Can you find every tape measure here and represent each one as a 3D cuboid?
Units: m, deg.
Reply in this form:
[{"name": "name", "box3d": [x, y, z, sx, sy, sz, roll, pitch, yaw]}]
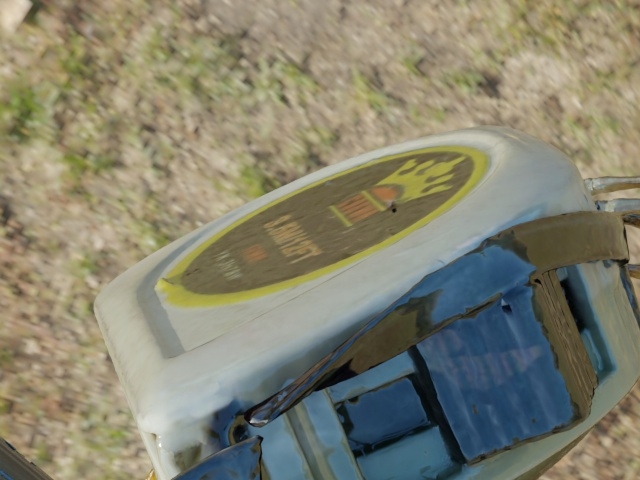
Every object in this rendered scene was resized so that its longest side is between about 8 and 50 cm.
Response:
[{"name": "tape measure", "box3d": [0.035, 0.049, 0.772, 0.231, 0.271, 0.133, -24, 103, -5]}]

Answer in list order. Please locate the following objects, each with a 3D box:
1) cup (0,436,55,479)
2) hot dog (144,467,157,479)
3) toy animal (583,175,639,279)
[{"name": "cup", "box3d": [-0.310, 0.215, 1.556, 0.155, 0.176, 0.131, 35, 100, -5]}, {"name": "hot dog", "box3d": [-0.049, 0.130, 1.057, 0.072, 0.269, 0.115, 20, 59, -11]}, {"name": "toy animal", "box3d": [0.299, 0.006, 1.372, 0.260, 0.243, 0.087, 5, 82, -9]}]
